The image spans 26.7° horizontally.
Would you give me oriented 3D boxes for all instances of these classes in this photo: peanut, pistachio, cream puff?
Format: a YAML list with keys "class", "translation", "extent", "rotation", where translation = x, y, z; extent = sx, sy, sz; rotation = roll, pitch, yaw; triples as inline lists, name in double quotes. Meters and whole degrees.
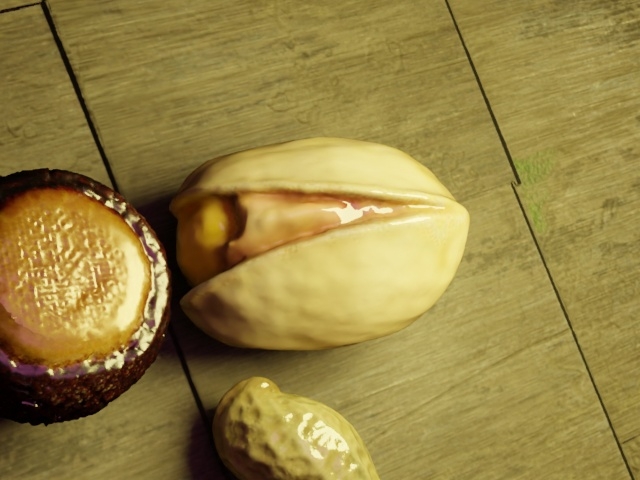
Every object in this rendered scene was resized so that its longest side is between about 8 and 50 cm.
- class: "peanut"
  translation: [0.007, 0.261, 1.362]
  extent: [0.136, 0.120, 0.298]
  rotation: [-41, 93, -10]
- class: "pistachio"
  translation: [0.000, 0.000, 1.368]
  extent: [0.309, 0.230, 0.229]
  rotation: [-2, 77, -23]
- class: "cream puff"
  translation: [-0.259, 0.054, 1.254]
  extent: [0.239, 0.165, 0.239]
  rotation: [8, 72, -25]
